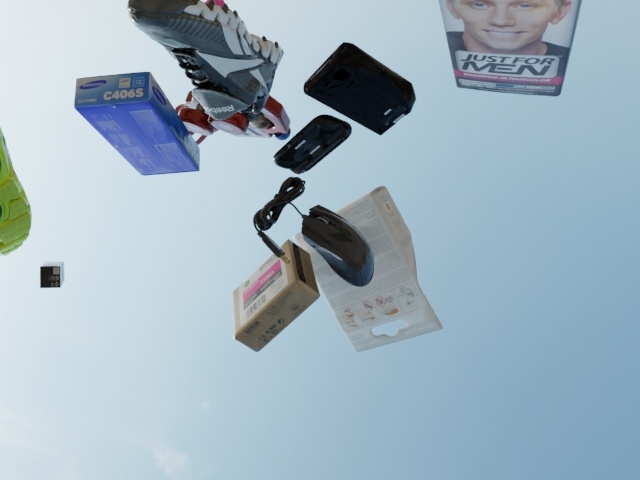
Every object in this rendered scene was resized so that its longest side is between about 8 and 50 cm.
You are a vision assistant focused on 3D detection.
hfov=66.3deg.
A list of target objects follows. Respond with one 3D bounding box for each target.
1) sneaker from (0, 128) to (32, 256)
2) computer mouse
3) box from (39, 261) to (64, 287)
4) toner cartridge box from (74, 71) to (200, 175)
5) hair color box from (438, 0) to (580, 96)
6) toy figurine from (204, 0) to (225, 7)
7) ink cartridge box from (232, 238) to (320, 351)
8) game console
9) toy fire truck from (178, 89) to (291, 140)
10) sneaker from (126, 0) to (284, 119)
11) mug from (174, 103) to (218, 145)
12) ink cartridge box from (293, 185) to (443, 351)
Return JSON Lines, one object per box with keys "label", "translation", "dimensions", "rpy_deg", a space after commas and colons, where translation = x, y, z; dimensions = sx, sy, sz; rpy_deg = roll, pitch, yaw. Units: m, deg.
{"label": "sneaker", "translation": [-0.424, -0.094, 0.590], "dimensions": [0.109, 0.296, 0.123], "rpy_deg": [-13, -134, -35]}
{"label": "computer mouse", "translation": [0.000, 0.000, 0.918], "dimensions": [0.262, 0.060, 0.184], "rpy_deg": [48, -134, -5]}
{"label": "box", "translation": [-0.744, 0.094, 1.361], "dimensions": [0.052, 0.062, 0.083], "rpy_deg": [1, -173, -22]}
{"label": "toner cartridge box", "translation": [-0.420, -0.264, 1.178], "dimensions": [0.165, 0.348, 0.075], "rpy_deg": [-5, -107, 2]}
{"label": "hair color box", "translation": [0.263, -0.327, 0.670], "dimensions": [0.173, 0.347, 0.105], "rpy_deg": [13, -96, 23]}
{"label": "toy figurine", "translation": [-0.270, -0.571, 1.291], "dimensions": [0.129, 0.159, 0.173], "rpy_deg": [-7, -115, -9]}
{"label": "ink cartridge box", "translation": [-0.122, 0.139, 1.267], "dimensions": [0.234, 0.088, 0.193], "rpy_deg": [-44, -149, 15]}
{"label": "game console", "translation": [0.018, -0.256, 1.065], "dimensions": [0.213, 0.361, 0.044], "rpy_deg": [20, -128, -34]}
{"label": "toy fire truck", "translation": [-0.207, -0.341, 1.294], "dimensions": [0.302, 0.253, 0.170], "rpy_deg": [10, -98, 37]}
{"label": "sneaker", "translation": [-0.112, -0.187, 0.528], "dimensions": [0.078, 0.106, 0.234], "rpy_deg": [13, -170, 20]}
{"label": "mug", "translation": [-0.446, -0.432, 1.818], "dimensions": [0.169, 0.151, 0.113], "rpy_deg": [10, -146, 37]}
{"label": "ink cartridge box", "translation": [0.132, 0.088, 1.324], "dimensions": [0.091, 0.308, 0.385], "rpy_deg": [-31, -87, -49]}
